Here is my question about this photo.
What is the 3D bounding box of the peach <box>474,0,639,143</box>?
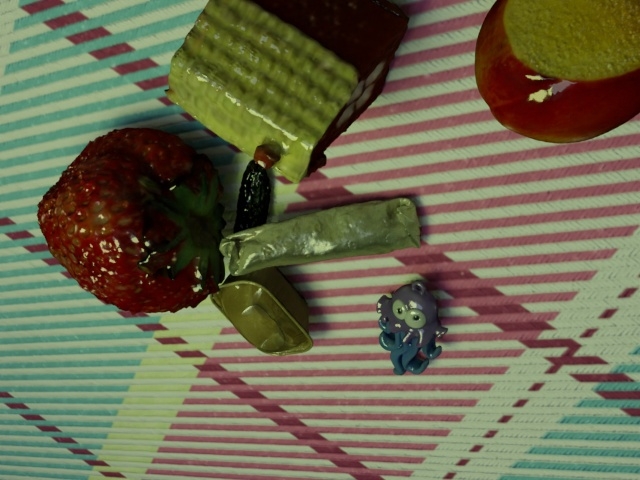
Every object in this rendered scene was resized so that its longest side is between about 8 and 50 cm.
[{"bbox_3d":[0.261,-0.194,0.843,0.190,0.190,0.192,48,146,-6],"label":"peach"}]

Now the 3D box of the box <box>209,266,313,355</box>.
[{"bbox_3d":[-0.084,0.108,1.225,0.111,0.111,0.177,-13,131,32],"label":"box"}]

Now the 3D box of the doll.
[{"bbox_3d":[0.129,0.132,1.182,0.110,0.067,0.206,25,137,22],"label":"doll"}]

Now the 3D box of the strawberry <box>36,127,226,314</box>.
[{"bbox_3d":[-0.275,-0.023,1.172,0.288,0.250,0.238,2,125,23],"label":"strawberry"}]

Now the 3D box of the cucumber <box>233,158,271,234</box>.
[{"bbox_3d":[-0.100,-0.041,1.201,0.053,0.053,0.181,21,125,14],"label":"cucumber"}]

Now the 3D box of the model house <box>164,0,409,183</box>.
[{"bbox_3d":[-0.045,-0.192,0.935,0.196,0.254,0.160,33,141,4],"label":"model house"}]

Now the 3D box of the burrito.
[{"bbox_3d":[0.000,0.000,1.126,0.275,0.059,0.082,-12,112,6],"label":"burrito"}]
